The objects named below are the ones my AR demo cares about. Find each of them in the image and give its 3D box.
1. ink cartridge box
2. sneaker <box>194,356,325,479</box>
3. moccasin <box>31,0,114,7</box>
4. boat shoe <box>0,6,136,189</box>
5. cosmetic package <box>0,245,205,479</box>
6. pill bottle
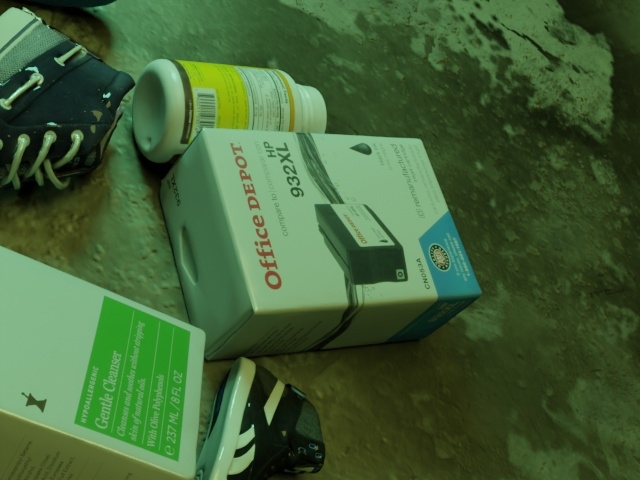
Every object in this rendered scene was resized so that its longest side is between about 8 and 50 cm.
[{"bbox_3d":[0.000,0.000,1.063,0.307,0.129,0.223,-2,63,-34],"label":"ink cartridge box"},{"bbox_3d":[-0.056,0.224,0.913,0.121,0.079,0.217,28,48,-14],"label":"sneaker"},{"bbox_3d":[-0.379,-0.373,1.050,0.342,0.138,0.117,16,49,-26],"label":"moccasin"},{"bbox_3d":[-0.306,-0.094,0.918,0.158,0.127,0.340,27,49,-7],"label":"boat shoe"},{"bbox_3d":[-0.291,0.111,0.746,0.365,0.155,0.197,26,27,-20],"label":"cosmetic package"},{"bbox_3d":[-0.103,-0.147,1.098,0.215,0.117,0.117,-1,62,-35],"label":"pill bottle"}]
